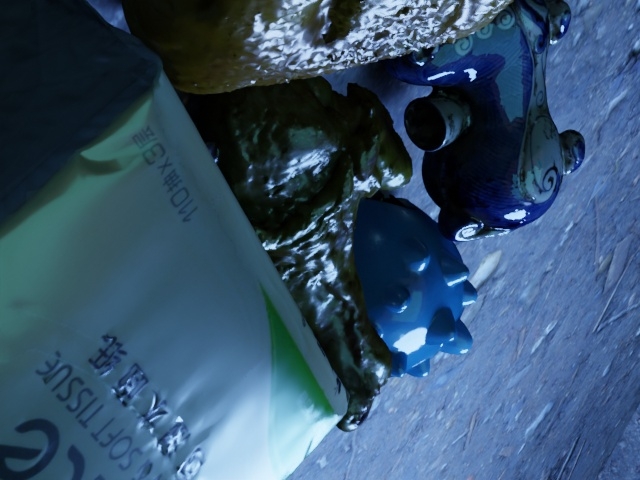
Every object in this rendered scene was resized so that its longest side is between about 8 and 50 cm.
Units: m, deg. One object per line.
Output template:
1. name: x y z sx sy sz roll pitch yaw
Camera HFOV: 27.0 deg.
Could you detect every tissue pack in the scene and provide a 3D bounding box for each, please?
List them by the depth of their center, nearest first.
1. tissue pack: -0.186 0.082 0.904 0.332 0.205 0.405 -44 140 -14

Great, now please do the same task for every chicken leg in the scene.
1. chicken leg: 0.003 -0.015 1.183 0.211 0.140 0.361 -37 130 -11

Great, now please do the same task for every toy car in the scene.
1. toy car: 0.071 0.057 1.383 0.188 0.190 0.255 -55 156 -3

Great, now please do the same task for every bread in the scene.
1. bread: 0.039 -0.214 0.905 0.337 0.148 0.328 -16 159 -29

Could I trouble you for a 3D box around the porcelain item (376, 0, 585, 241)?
1. porcelain item: 0.149 -0.135 1.299 0.186 0.138 0.288 -23 118 -33
